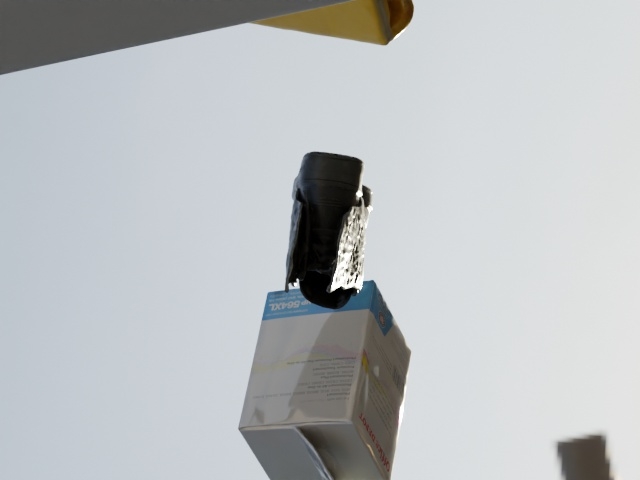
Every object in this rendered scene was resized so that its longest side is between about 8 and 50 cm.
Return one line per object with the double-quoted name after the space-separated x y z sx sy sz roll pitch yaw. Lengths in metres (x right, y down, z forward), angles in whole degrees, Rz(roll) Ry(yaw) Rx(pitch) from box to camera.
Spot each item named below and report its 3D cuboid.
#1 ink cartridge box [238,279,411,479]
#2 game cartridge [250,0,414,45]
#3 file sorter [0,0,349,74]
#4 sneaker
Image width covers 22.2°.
0.004 0.115 1.189 0.092 0.090 0.143 63 -150 -43 "ink cartridge box"
-0.095 -0.301 1.289 0.052 0.324 0.285 -47 -44 -31 "game cartridge"
-0.060 -0.188 0.501 0.193 0.278 0.173 84 171 -50 "file sorter"
0.003 0.000 0.980 0.170 0.051 0.089 80 -164 -80 "sneaker"
